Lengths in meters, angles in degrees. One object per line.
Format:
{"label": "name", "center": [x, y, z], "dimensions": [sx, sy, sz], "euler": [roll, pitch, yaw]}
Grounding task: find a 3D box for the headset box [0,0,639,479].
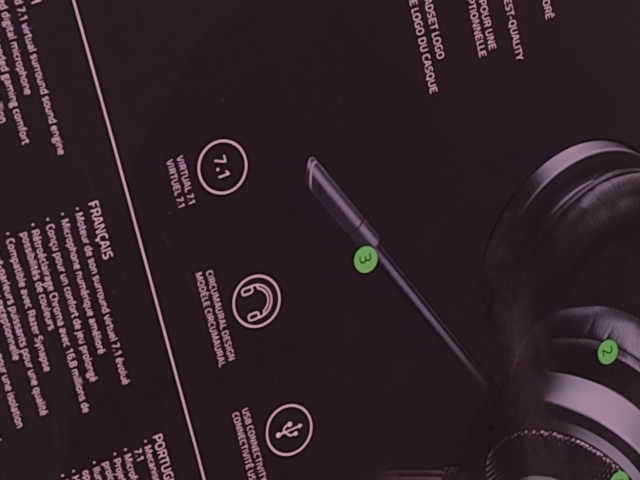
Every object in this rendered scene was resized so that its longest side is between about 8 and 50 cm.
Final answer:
{"label": "headset box", "center": [0.000, 0.000, 0.523], "dimensions": [0.283, 0.131, 0.246], "euler": [-22, 110, -24]}
